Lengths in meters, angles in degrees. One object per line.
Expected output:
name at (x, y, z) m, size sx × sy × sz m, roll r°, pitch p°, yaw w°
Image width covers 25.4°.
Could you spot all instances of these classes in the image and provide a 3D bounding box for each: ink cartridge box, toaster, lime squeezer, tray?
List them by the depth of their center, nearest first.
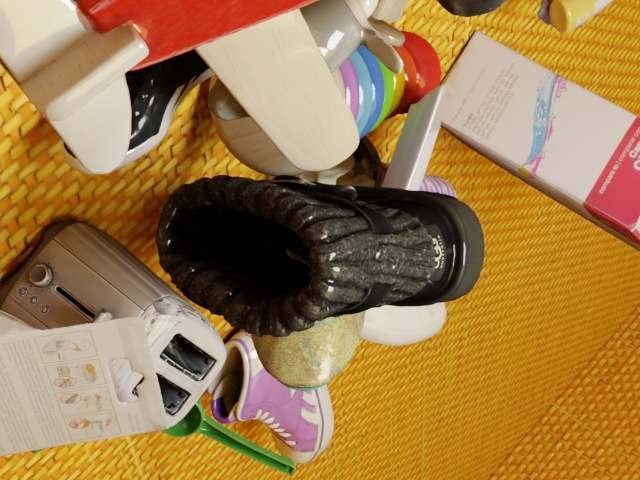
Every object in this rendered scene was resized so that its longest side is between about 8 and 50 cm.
ink cartridge box at (-0.254, 0.111, 1.165) m, size 0.232 × 0.066 × 0.189 m, roll -13°, pitch 145°, yaw -7°
toaster at (-0.184, 0.085, 1.303) m, size 0.129 × 0.146 × 0.227 m, roll -51°, pitch 157°, yaw -6°
tray at (0.095, -0.079, 1.517) m, size 0.270 × 0.030 × 0.145 m, roll 53°, pitch 57°, yaw -84°
lime squeezer at (-0.182, 0.207, 1.542) m, size 0.310 × 0.110 × 0.059 m, roll 11°, pitch 134°, yaw -32°
ink cartridge box at (0.311, -0.116, 1.770) m, size 0.131 × 0.306 × 0.226 m, roll -57°, pitch 157°, yaw 4°

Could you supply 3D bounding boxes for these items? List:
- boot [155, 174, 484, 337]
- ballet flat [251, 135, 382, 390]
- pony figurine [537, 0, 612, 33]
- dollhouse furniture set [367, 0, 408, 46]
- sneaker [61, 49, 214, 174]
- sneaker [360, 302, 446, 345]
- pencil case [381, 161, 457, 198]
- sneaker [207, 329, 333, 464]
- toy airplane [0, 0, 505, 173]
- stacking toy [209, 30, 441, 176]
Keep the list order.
boot at (-0.061, 0.010, 1.211) m, size 0.260 × 0.348 × 0.131 m, roll -7°, pitch 91°, yaw -52°
ballet flat at (0.000, 0.000, 1.456) m, size 0.348 × 0.123 × 0.123 m, roll -74°, pitch 179°, yaw -51°
pony figurine at (0.408, -0.383, 1.700) m, size 0.363 × 0.303 × 0.351 m, roll -25°, pitch 137°, yaw -23°
dollhouse furniture set at (0.068, -0.276, 1.276) m, size 0.242 × 0.161 × 0.212 m, roll -9°, pitch 130°, yaw -59°
sneaker at (-0.142, -0.160, 1.155) m, size 0.217 × 0.079 × 0.121 m, roll -50°, pitch 154°, yaw -32°
sneaker at (0.053, 0.042, 1.641) m, size 0.290 × 0.106 × 0.123 m, roll 11°, pitch 118°, yaw -39°
pencil case at (0.100, -0.045, 1.739) m, size 0.206 × 0.086 × 0.088 m, roll 4°, pitch 84°, yaw -62°
sneaker at (-0.072, 0.197, 1.742) m, size 0.161 × 0.102 × 0.282 m, roll -35°, pitch 139°, yaw -31°
toy airplane at (-0.076, -0.228, 1.007) m, size 0.384 × 0.272 × 0.386 m, roll 9°, pitch 133°, yaw -23°
stacking toy at (0.032, -0.159, 1.420) m, size 0.330 × 0.141 × 0.141 m, roll -23°, pitch 142°, yaw -58°
